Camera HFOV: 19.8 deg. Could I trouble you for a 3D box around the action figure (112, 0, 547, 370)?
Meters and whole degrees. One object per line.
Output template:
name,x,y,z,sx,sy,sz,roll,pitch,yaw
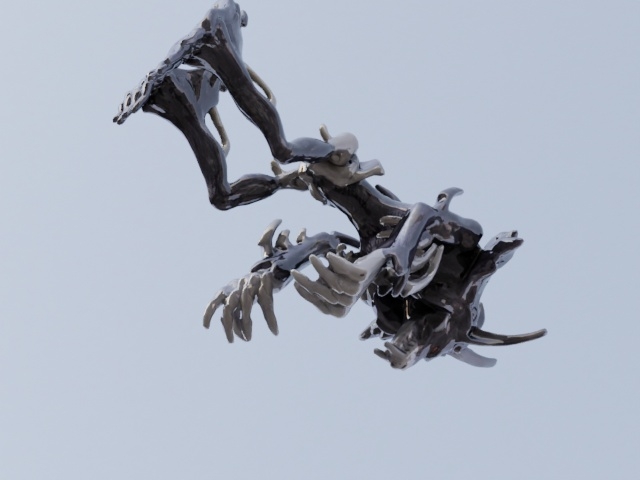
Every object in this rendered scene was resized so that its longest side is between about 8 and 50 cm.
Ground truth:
action figure,0.000,0.000,1.053,0.275,0.141,0.164,44,-36,-8
